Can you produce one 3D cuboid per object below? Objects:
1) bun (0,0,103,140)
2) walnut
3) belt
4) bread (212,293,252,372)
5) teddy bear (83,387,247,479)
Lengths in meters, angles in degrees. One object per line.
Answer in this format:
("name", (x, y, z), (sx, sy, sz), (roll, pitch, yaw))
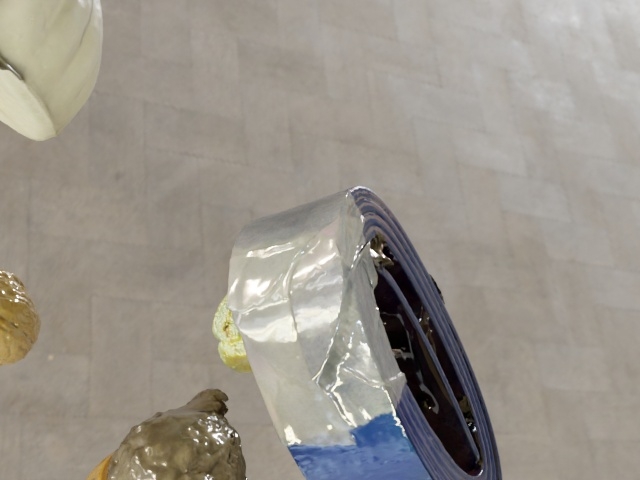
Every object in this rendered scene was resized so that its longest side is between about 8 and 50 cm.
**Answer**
("bun", (-0.271, -0.226, 0.835), (0.263, 0.263, 0.175), (41, 74, -4))
("walnut", (-0.630, 0.151, 1.875), (0.213, 0.213, 0.213), (14, 58, -23))
("belt", (0.048, 0.123, 0.880), (0.347, 0.117, 0.212), (62, 26, -22))
("bread", (-0.106, 0.161, 1.565), (0.156, 0.103, 0.110), (35, 84, 31))
("teddy bear", (-0.116, 0.194, 0.689), (0.140, 0.190, 0.177), (28, 26, -16))
